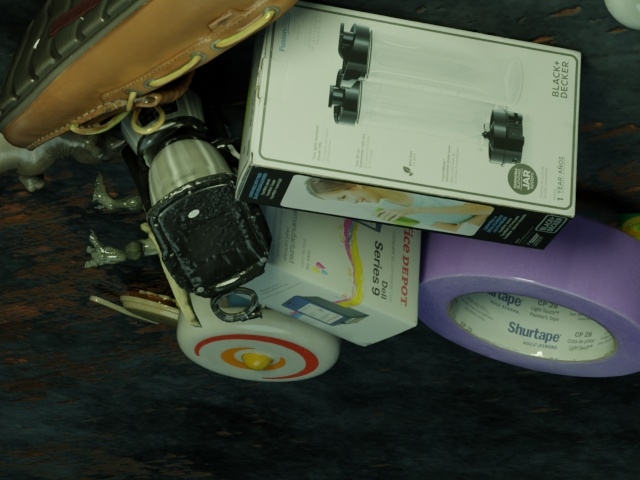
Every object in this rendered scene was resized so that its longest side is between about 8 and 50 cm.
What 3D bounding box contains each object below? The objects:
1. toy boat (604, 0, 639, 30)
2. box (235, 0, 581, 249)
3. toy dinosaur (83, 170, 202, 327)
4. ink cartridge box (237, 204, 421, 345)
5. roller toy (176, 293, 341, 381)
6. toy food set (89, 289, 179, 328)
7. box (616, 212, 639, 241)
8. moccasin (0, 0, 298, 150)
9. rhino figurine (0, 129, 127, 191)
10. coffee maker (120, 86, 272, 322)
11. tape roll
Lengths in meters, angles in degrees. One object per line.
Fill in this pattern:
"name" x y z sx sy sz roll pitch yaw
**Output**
"toy boat" 0.367 -0.132 1.383 0.148 0.267 0.318 -34 109 28
"box" 0.078 -0.103 1.547 0.290 0.169 0.087 8 158 -10
"toy dinosaur" -0.173 -0.011 1.753 0.118 0.268 0.064 8 124 -9
"ink cartridge box" 0.000 0.000 1.803 0.212 0.154 0.093 26 147 -36
"roller toy" -0.068 0.080 2.006 0.191 0.146 0.209 22 152 -32
"toy food set" -0.184 0.082 2.155 0.192 0.038 0.132 8 167 41
"box" 0.412 0.006 1.867 0.179 0.043 0.105 1 155 17
"moccasin" -0.155 -0.169 1.507 0.147 0.139 0.380 31 137 -29
"rhino figurine" -0.293 -0.097 1.752 0.243 0.073 0.106 2 159 4
"coffee maker" -0.123 -0.037 1.666 0.120 0.178 0.171 -6 127 -14
"tape roll" 0.239 0.057 1.902 0.274 0.090 0.275 14 159 6
